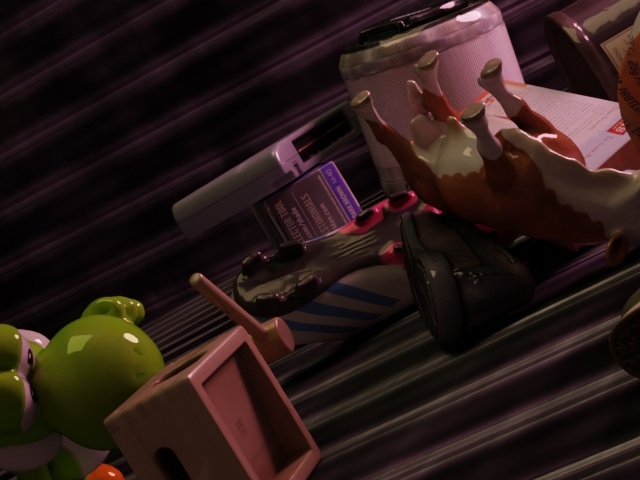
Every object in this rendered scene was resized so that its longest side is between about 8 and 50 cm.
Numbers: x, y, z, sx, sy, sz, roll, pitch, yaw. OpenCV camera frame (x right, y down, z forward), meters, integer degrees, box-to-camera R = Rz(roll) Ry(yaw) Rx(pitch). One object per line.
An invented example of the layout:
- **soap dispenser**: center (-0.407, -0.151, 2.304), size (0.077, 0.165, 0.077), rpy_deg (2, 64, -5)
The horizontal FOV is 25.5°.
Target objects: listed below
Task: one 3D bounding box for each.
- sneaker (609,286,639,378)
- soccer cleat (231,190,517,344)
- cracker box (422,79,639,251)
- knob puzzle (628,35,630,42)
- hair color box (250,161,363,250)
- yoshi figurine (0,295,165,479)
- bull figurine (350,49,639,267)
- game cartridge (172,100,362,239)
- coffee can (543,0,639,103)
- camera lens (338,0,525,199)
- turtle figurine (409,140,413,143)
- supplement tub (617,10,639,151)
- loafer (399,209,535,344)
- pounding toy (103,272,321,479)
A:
- **sneaker**: center (0.258, 0.011, 0.826), size (0.192, 0.064, 0.086), rpy_deg (-32, 8, 31)
- **soccer cleat**: center (0.061, 0.036, 1.587), size (0.331, 0.116, 0.143), rpy_deg (-17, -36, -4)
- **cracker box**: center (0.220, -0.082, 1.444), size (0.155, 0.067, 0.232), rpy_deg (-39, 32, -22)
- **knob puzzle**: center (0.399, -0.168, 1.409), size (0.213, 0.213, 0.030), rpy_deg (-32, -29, -10)
- **hair color box**: center (0.000, 0.000, 1.883), size (0.110, 0.185, 0.339), rpy_deg (-31, 5, -3)
- **yoshi figurine**: center (-0.208, 0.155, 1.257), size (0.203, 0.203, 0.362), rpy_deg (-42, -13, -11)
- **bull figurine**: center (0.163, -0.072, 1.264), size (0.101, 0.188, 0.310), rpy_deg (-49, 28, -20)
- **game cartridge**: center (-0.069, -0.092, 1.846), size (0.198, 0.062, 0.297), rpy_deg (-24, 7, 27)
- **coffee can**: center (0.415, -0.228, 1.556), size (0.275, 0.201, 0.201), rpy_deg (-30, 5, 2)
- **camera lens**: center (0.161, -0.165, 1.834), size (0.219, 0.274, 0.219), rpy_deg (-20, 11, 4)
- **turtle figurine**: center (0.254, -0.102, 1.635), size (0.269, 0.087, 0.217), rpy_deg (5, 15, -15)
- **supplement tub**: center (0.378, -0.166, 1.175), size (0.193, 0.194, 0.316), rpy_deg (-27, 5, 42)
- **loafer**: center (0.135, 0.030, 1.352), size (0.095, 0.109, 0.302), rpy_deg (-12, 11, 0)
- **pounding toy**: center (-0.087, 0.124, 1.128), size (0.094, 0.181, 0.206), rpy_deg (-30, 5, 21)
